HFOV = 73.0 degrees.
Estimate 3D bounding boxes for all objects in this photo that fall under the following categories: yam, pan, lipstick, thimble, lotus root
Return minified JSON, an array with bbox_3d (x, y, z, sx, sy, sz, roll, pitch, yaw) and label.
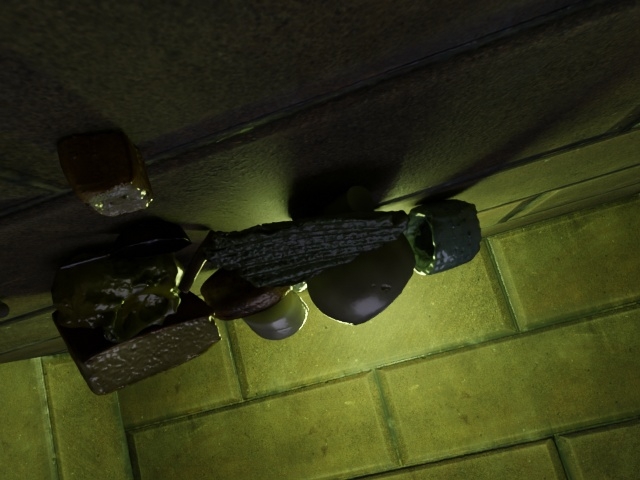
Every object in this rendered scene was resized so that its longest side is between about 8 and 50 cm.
[{"bbox_3d":[-0.259,0.044,0.923,0.032,0.145,0.032,29,177,1],"label":"yam"},{"bbox_3d":[-0.333,0.000,0.759,0.128,0.048,0.202,-25,168,38],"label":"pan"},{"bbox_3d":[0.022,-0.046,0.980,0.070,0.070,0.254,-9,168,-31],"label":"lipstick"},{"bbox_3d":[0.356,-0.014,1.267,0.172,0.204,0.250,-12,152,-18],"label":"thimble"},{"bbox_3d":[-0.224,0.149,1.387,0.291,0.193,0.193,-21,169,13],"label":"lotus root"}]

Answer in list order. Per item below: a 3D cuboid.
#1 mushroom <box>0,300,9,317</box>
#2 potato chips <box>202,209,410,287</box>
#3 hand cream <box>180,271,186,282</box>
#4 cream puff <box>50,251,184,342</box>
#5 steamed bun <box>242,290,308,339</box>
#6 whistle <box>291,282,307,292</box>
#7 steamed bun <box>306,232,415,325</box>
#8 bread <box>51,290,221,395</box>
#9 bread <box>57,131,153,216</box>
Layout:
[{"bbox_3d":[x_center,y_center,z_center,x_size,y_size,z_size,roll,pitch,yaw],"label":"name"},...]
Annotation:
[{"bbox_3d":[-0.767,0.178,0.995,0.085,0.079,0.085,-15,167,-4],"label":"mushroom"},{"bbox_3d":[-0.024,0.016,0.910,0.430,0.069,0.358,-12,162,8],"label":"potato chips"},{"bbox_3d":[-0.449,0.127,1.359,0.057,0.037,0.165,-4,157,-48],"label":"hand cream"},{"bbox_3d":[-0.416,0.119,0.911,0.282,0.185,0.282,-12,169,-2],"label":"cream puff"},{"bbox_3d":[-0.179,0.244,1.495,0.242,0.164,0.146,15,149,37],"label":"steamed bun"},{"bbox_3d":[-0.049,0.100,1.568,0.347,0.133,0.142,-27,164,12],"label":"whistle"},{"bbox_3d":[0.098,0.070,1.197,0.324,0.206,0.324,-42,-172,8],"label":"steamed bun"},{"bbox_3d":[-0.475,0.221,1.115,0.324,0.143,0.333,-19,-157,-38],"label":"bread"},{"bbox_3d":[-0.232,-0.070,0.471,0.077,0.070,0.083,-15,167,-9],"label":"bread"}]
